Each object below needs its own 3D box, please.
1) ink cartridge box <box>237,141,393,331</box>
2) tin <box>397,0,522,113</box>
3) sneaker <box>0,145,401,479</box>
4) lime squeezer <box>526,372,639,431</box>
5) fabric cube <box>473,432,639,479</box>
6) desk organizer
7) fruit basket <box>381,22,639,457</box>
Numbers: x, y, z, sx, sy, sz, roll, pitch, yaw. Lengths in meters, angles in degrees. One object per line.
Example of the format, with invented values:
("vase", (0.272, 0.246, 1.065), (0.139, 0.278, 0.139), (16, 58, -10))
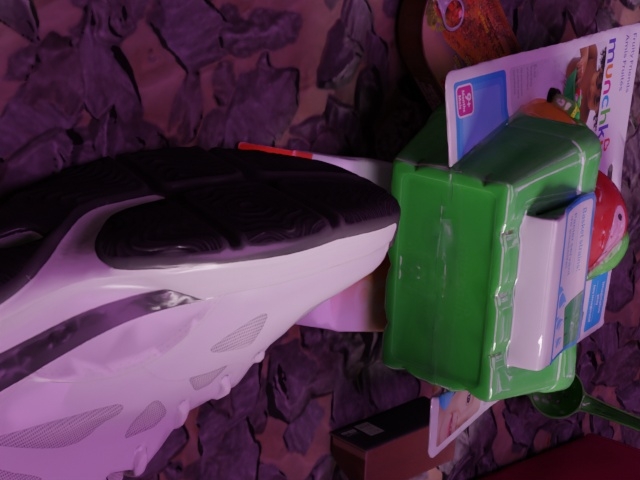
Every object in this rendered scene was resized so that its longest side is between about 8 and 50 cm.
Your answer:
("ink cartridge box", (0.000, 0.000, 0.918), (0.179, 0.045, 0.145), (4, 97, -48))
("tin", (0.130, -0.161, 1.009), (0.106, 0.040, 0.189), (-56, 134, -24))
("sneaker", (-0.142, 0.097, 0.746), (0.447, 0.169, 0.257), (-17, 122, -33))
("lime squeezer", (0.221, 0.152, 1.150), (0.310, 0.110, 0.059), (24, 101, -16))
("fabric cube", (0.301, 0.382, 1.176), (0.258, 0.254, 0.259), (-8, 107, -44))
("desk organizer", (0.069, 0.190, 1.038), (0.130, 0.047, 0.050), (-12, 112, -43))
("fruit basket", (0.205, -0.011, 0.998), (0.353, 0.165, 0.327), (-18, 118, -44))
